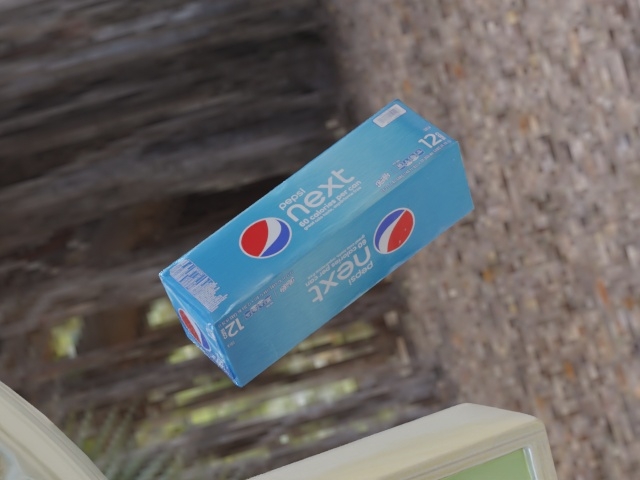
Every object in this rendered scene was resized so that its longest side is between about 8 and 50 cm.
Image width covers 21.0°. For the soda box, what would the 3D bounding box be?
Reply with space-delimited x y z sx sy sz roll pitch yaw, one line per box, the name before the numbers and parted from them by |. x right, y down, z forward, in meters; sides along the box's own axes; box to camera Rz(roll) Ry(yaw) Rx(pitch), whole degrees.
soda box | 0.000 0.000 1.155 0.067 0.210 0.071 40 160 39

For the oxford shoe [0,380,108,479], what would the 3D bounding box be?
oxford shoe | -0.064 0.192 0.581 0.449 0.169 0.130 47 -172 -8

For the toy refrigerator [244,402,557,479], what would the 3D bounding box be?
toy refrigerator | -0.009 0.172 0.855 0.094 0.270 0.102 2 107 68
